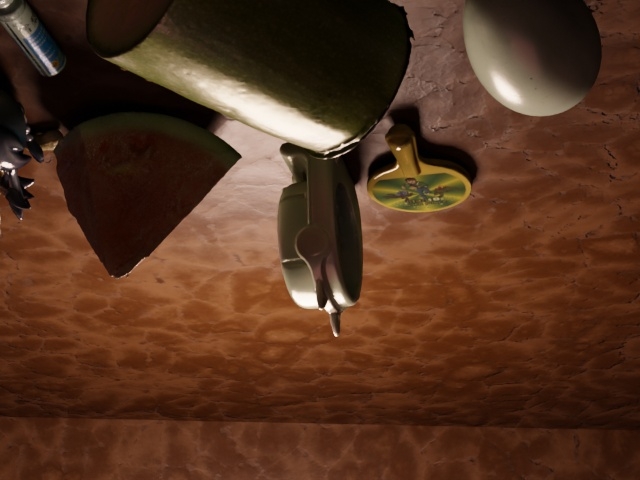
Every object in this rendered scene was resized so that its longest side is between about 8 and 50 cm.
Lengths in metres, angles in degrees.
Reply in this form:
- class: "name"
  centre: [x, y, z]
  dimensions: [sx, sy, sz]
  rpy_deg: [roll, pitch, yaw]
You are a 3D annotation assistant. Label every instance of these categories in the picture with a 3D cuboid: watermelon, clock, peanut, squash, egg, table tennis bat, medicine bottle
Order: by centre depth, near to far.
- class: "squash"
  centre: [-0.083, -0.290, 1.537]
  dimensions: [0.384, 0.263, 0.263]
  rpy_deg: [23, 146, -36]
- class: "egg"
  centre: [0.299, -0.288, 1.625]
  dimensions: [0.182, 0.183, 0.264]
  rpy_deg: [-15, 142, 28]
- class: "medicine bottle"
  centre: [-0.445, -0.320, 1.715]
  dimensions: [0.051, 0.051, 0.191]
  rpy_deg: [-5, 152, 11]
- class: "watermelon"
  centre: [-0.301, -0.103, 1.950]
  dimensions: [0.283, 0.293, 0.250]
  rpy_deg: [20, 118, -31]
- class: "peanut"
  centre: [-0.494, -0.176, 2.016]
  dimensions: [0.083, 0.037, 0.037]
  rpy_deg: [-3, 153, 17]
- class: "clock"
  centre: [0.000, 0.000, 2.037]
  dimensions: [0.108, 0.324, 0.265]
  rpy_deg: [-6, 151, 12]
- class: "table tennis bat"
  centre: [0.173, -0.126, 2.103]
  dimensions: [0.198, 0.050, 0.321]
  rpy_deg: [-5, 157, 13]

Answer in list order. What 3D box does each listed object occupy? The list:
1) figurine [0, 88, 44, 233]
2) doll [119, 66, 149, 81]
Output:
- class: "figurine"
  centre: [-0.563, -0.143, 1.904]
  dimensions: [0.175, 0.197, 0.265]
  rpy_deg: [4, 156, -6]
- class: "doll"
  centre: [-0.292, -0.288, 1.776]
  dimensions: [0.093, 0.051, 0.061]
  rpy_deg: [8, 124, -22]
